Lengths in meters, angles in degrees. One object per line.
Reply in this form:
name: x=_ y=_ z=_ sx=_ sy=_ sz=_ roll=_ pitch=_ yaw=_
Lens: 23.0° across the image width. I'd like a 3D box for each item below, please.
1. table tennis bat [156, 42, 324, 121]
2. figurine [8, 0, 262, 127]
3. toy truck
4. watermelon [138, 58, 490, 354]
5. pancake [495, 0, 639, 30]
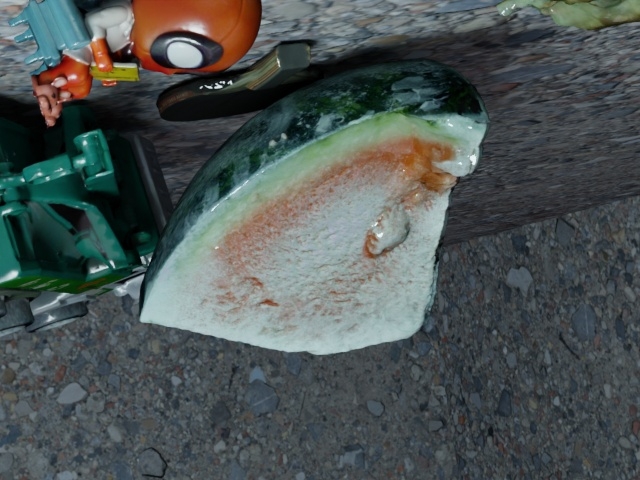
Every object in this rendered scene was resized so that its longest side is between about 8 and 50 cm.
table tennis bat: x=-0.053 y=-0.119 z=1.211 sx=0.130 sy=0.019 sz=0.220 roll=-10 pitch=177 yaw=-20
figurine: x=-0.095 y=-0.117 z=0.852 sx=0.140 sy=0.075 sz=0.068 roll=-19 pitch=174 yaw=-4
toy truck: x=-0.214 y=-0.019 z=1.234 sx=0.178 sy=0.176 sz=0.363 roll=-18 pitch=175 yaw=3
watermelon: x=0.000 y=0.000 z=1.181 sx=0.289 sy=0.213 sz=0.320 roll=-34 pitch=-171 yaw=-24
pancake: x=0.174 y=-0.173 z=0.853 sx=0.305 sy=0.067 sz=0.427 roll=-3 pitch=180 yaw=33
